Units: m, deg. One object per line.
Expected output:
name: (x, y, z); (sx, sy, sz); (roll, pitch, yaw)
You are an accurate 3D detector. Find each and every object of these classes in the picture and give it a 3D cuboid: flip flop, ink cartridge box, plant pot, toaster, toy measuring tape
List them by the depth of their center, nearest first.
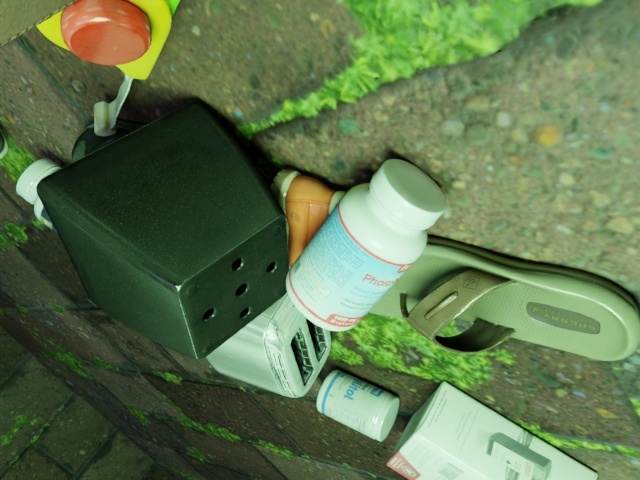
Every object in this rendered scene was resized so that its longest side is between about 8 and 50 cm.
toy measuring tape: (-0.210, -0.187, 0.524); (0.121, 0.121, 0.330); (44, 146, -11)
flip flop: (0.145, 0.069, 0.549); (0.277, 0.080, 0.112); (12, 140, 33)
plant pot: (-0.134, 0.006, 0.593); (0.167, 0.187, 0.188); (38, 148, 27)
ink cartridge box: (0.217, 0.301, 0.763); (0.218, 0.092, 0.158); (32, 147, 12)
toaster: (-0.077, 0.119, 0.778); (0.147, 0.129, 0.226); (17, 141, 25)

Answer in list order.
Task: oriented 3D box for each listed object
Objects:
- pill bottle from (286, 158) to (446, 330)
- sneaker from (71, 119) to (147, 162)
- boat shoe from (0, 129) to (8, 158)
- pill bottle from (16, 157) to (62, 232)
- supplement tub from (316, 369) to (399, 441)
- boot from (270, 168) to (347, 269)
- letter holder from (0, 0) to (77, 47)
pill bottle: (0.040, 0.006, 0.532); (0.087, 0.087, 0.160); (37, 126, 0)
sneaker: (-0.260, -0.080, 0.701); (0.228, 0.130, 0.087); (11, 137, 37)
boat shoe: (-0.577, -0.207, 0.881); (0.228, 0.081, 0.068); (38, 151, 2)
pill bottle: (-0.361, -0.046, 0.867); (0.169, 0.094, 0.094); (36, 147, 2)
supplement tub: (0.055, 0.243, 0.861); (0.107, 0.071, 0.071); (18, 143, 25)
boot: (0.000, 0.000, 0.625); (0.085, 0.059, 0.157); (15, 141, 22)
letter holder: (-0.117, -0.224, 0.224); (0.152, 0.301, 0.214); (44, 146, -11)
